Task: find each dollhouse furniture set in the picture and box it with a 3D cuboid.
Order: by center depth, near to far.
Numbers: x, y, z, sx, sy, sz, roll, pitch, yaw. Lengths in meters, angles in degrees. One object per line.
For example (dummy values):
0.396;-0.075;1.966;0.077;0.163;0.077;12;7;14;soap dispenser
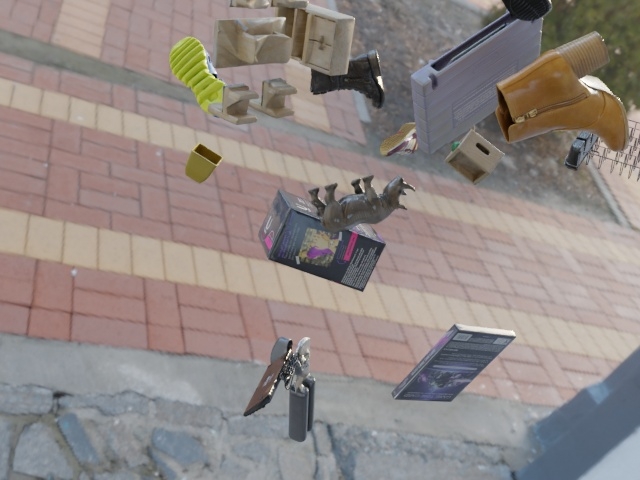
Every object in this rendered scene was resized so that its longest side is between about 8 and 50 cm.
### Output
-0.142;-0.539;1.922;0.394;0.362;0.256;-18;36;-42;dollhouse furniture set

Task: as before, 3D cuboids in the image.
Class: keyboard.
-0.087;0.286;1.445;0.038;0.100;0.192;48;23;-8;keyboard

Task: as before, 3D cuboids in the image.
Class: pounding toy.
0.409;-0.244;1.938;0.141;0.130;0.100;38;74;0;pounding toy

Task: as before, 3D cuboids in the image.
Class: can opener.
-0.063;0.336;1.665;0.095;0.284;0.076;15;34;19;can opener

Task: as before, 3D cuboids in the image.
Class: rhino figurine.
0.099;-0.085;1.578;0.243;0.073;0.106;-13;93;-20;rhino figurine

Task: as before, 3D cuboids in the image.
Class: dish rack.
0.787;-0.232;1.845;0.271;0.074;0.208;23;53;28;dish rack

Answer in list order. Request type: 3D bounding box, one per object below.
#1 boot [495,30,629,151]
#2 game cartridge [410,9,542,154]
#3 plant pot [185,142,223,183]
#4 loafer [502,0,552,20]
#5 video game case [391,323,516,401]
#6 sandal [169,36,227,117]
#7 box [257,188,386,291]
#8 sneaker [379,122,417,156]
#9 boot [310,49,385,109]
0.445;-0.232;1.350;0.295;0.211;0.104;52;14;-42;boot
0.358;-0.370;1.651;0.355;0.230;0.068;-35;59;-14;game cartridge
-0.334;-0.210;2.022;0.081;0.083;0.081;33;23;-7;plant pot
0.397;-0.532;1.479;0.220;0.080;0.078;26;56;-35;loafer
0.322;0.304;1.762;0.196;0.274;0.026;10;41;-33;video game case
-0.357;-0.488;2.226;0.317;0.126;0.138;60;7;20;sandal
0.000;0.000;1.803;0.270;0.143;0.165;21;14;-20;box
0.250;-0.284;2.183;0.069;0.084;0.185;9;39;42;sneaker
0.080;-0.497;2.282;0.228;0.263;0.091;-11;57;5;boot
